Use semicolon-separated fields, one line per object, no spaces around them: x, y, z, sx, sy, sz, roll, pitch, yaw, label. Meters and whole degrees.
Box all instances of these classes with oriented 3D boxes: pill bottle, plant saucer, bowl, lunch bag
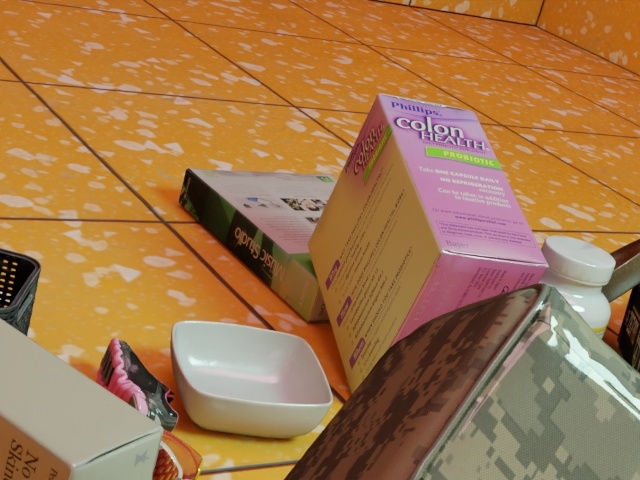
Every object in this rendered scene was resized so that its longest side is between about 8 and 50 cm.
0.236;0.093;1.276;0.103;0.184;0.103;14;20;-5;pill bottle
0.332;0.056;1.506;0.036;0.198;0.198;59;28;2;plant saucer
-0.070;0.132;1.134;0.142;0.053;0.142;10;21;-19;bowl
0.086;0.217;0.635;0.256;0.212;0.305;42;63;-6;lunch bag

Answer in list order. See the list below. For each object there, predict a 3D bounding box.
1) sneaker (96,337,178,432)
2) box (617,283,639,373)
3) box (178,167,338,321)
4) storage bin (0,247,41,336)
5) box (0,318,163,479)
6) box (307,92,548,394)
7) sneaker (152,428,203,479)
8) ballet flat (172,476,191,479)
-0.159;0.131;1.091;0.057;0.047;0.119;11;27;-32;sneaker
0.532;0.152;1.346;0.395;0.097;0.318;16;6;10;box
0.000;0.000;1.526;0.232;0.058;0.322;0;24;-36;box
-0.349;0.053;1.084;0.180;0.084;0.122;14;21;-3;storage bin
-0.253;0.131;0.919;0.275;0.113;0.094;27;23;29;box
0.097;0.014;1.251;0.117;0.213;0.243;7;39;-22;box
-0.175;0.157;1.003;0.175;0.064;0.067;30;4;20;sneaker
0.068;0.275;0.809;0.409;0.147;0.147;22;21;6;ballet flat
